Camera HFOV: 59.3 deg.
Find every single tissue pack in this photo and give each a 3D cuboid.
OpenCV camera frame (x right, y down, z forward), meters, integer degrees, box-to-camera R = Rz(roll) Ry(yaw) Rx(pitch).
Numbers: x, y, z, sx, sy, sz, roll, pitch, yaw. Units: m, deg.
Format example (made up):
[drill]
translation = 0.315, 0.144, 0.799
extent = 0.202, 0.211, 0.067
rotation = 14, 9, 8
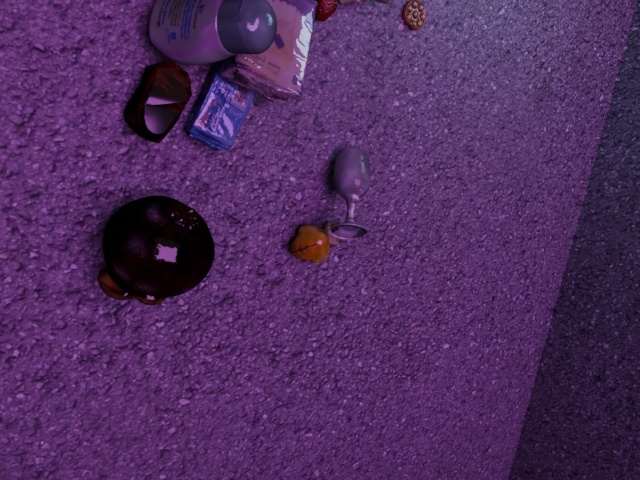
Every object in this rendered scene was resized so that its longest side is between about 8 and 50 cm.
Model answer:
[tissue pack]
translation = -0.150, -0.607, 1.686
extent = 0.242, 0.125, 0.343
rotation = 18, 73, -35

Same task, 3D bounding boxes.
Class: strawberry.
[strawberry]
translation = 0.011, -0.768, 1.840
extent = 0.083, 0.083, 0.096
rotation = -1, 111, -34

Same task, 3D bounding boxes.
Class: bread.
[bread]
translation = 0.351, -0.839, 2.088
extent = 0.110, 0.024, 0.110
rotation = -8, 104, -34

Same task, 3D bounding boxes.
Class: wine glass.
[wine glass]
translation = 0.104, -0.162, 1.946
extent = 0.143, 0.143, 0.320
rotation = 22, 65, -36

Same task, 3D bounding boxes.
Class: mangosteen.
[mangosteen]
translation = -0.467, 0.043, 1.587
extent = 0.307, 0.306, 0.347
rotation = 17, 121, -36

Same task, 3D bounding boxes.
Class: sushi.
[sushi]
translation = -0.456, -0.389, 1.583
extent = 0.136, 0.126, 0.225
rotation = 24, 81, -34

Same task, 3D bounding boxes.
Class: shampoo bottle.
[shampoo bottle]
translation = -0.279, -0.578, 1.506
extent = 0.151, 0.350, 0.221
rotation = 34, 68, -63

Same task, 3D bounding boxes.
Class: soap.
[soap]
translation = -0.294, -0.418, 1.710
extent = 0.156, 0.077, 0.293
rotation = 28, 84, -34

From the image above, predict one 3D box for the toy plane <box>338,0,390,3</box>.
[toy plane]
translation = 0.137, -0.875, 1.892
extent = 0.244, 0.092, 0.228
rotation = 27, 83, -35

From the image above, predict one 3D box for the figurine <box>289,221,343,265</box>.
[figurine]
translation = 0.000, 0.000, 1.989
extent = 0.246, 0.131, 0.156
rotation = -29, 97, -40
